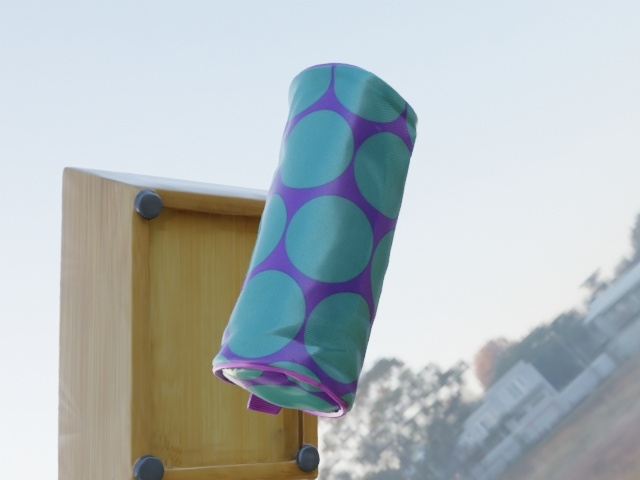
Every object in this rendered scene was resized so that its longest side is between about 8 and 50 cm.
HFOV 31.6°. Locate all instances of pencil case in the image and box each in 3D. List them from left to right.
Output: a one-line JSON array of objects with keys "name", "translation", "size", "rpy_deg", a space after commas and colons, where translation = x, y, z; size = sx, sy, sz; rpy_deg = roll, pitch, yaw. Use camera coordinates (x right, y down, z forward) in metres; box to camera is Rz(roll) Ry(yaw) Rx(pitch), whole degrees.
[{"name": "pencil case", "translation": [0.000, 0.000, 0.507], "size": [0.070, 0.064, 0.151], "rpy_deg": [145, 143, -64]}]

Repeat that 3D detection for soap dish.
[{"name": "soap dish", "translation": [-0.106, 0.085, 0.970], "size": [0.229, 0.291, 0.118], "rpy_deg": [5, -11, -37]}]
